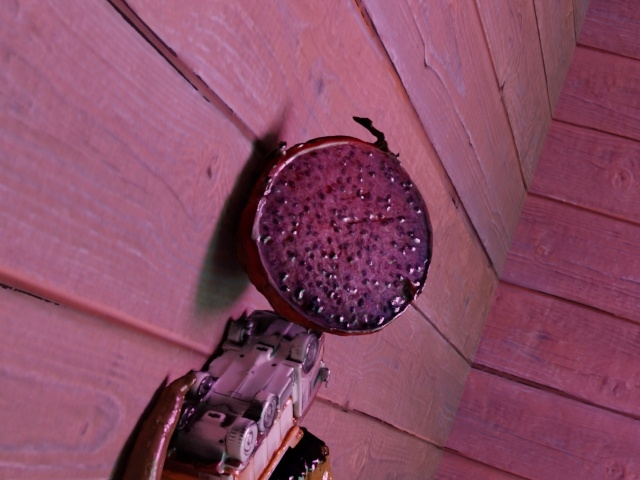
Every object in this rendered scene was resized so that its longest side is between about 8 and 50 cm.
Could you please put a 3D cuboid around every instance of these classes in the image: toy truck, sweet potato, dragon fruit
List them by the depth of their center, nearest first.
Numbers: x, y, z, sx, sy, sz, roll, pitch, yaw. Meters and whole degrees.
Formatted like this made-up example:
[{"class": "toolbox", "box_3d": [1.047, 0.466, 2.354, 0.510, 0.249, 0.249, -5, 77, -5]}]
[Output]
[{"class": "sweet potato", "box_3d": [-0.170, 0.225, 1.236, 0.050, 0.050, 0.214, 64, 39, -67]}, {"class": "toy truck", "box_3d": [-0.084, 0.193, 1.364, 0.270, 0.114, 0.135, -53, 151, -49]}, {"class": "dragon fruit", "box_3d": [-0.001, 0.004, 1.383, 0.218, 0.223, 0.148, -22, 176, -27]}]

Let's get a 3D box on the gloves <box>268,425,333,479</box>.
[{"class": "gloves", "box_3d": [-0.062, 0.384, 1.534, 0.203, 0.155, 0.356, -29, 143, -39]}]
